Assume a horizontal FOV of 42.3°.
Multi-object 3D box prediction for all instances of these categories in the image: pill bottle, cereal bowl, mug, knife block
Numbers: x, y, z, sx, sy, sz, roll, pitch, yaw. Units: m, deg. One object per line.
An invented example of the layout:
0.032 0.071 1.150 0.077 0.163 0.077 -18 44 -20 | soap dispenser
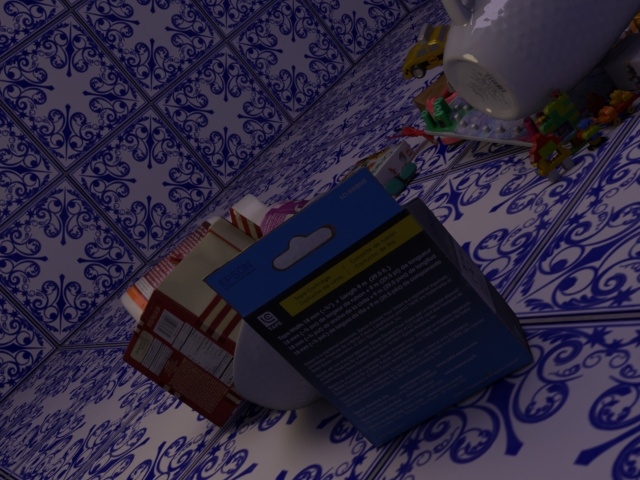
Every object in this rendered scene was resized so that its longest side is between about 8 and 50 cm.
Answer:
0.000 0.000 1.672 0.169 0.169 0.302 -46 24 -22 | pill bottle
-0.252 0.086 1.951 0.392 0.224 0.224 -43 15 -9 | pill bottle
0.012 0.107 1.240 0.339 0.141 0.339 -58 -17 -30 | cereal bowl
0.350 -0.420 1.465 0.328 0.374 0.276 -52 25 -9 | mug
0.365 -0.398 2.133 0.242 0.088 0.275 -39 14 5 | knife block

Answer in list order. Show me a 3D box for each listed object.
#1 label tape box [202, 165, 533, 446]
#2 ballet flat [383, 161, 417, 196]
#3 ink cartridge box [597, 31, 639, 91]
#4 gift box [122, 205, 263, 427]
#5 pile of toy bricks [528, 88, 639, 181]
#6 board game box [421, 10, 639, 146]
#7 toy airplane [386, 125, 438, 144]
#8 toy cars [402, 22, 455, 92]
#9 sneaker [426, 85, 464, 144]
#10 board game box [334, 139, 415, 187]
0.061 0.070 1.004 0.241 0.333 0.106 -34 24 19 | label tape box
0.184 -0.135 1.920 0.114 0.041 0.041 -46 16 -24 | ballet flat
0.576 -0.319 1.446 0.104 0.061 0.181 -42 15 -9 | ink cartridge box
-0.177 0.117 1.454 0.255 0.276 0.258 -51 1 41 | gift box
0.420 -0.205 1.405 0.212 0.105 0.118 -41 15 -4 | pile of toy bricks
0.445 -0.345 1.691 0.390 0.050 0.390 -44 29 -16 | board game box
0.242 -0.267 2.066 0.151 0.028 0.151 1 20 0 | toy airplane
0.295 -0.417 1.804 0.176 0.087 0.394 -46 28 -3 | toy cars
0.377 -0.361 1.906 0.314 0.136 0.116 -41 15 -7 | sneaker
0.089 -0.119 2.054 0.193 0.053 0.305 -20 24 51 | board game box
